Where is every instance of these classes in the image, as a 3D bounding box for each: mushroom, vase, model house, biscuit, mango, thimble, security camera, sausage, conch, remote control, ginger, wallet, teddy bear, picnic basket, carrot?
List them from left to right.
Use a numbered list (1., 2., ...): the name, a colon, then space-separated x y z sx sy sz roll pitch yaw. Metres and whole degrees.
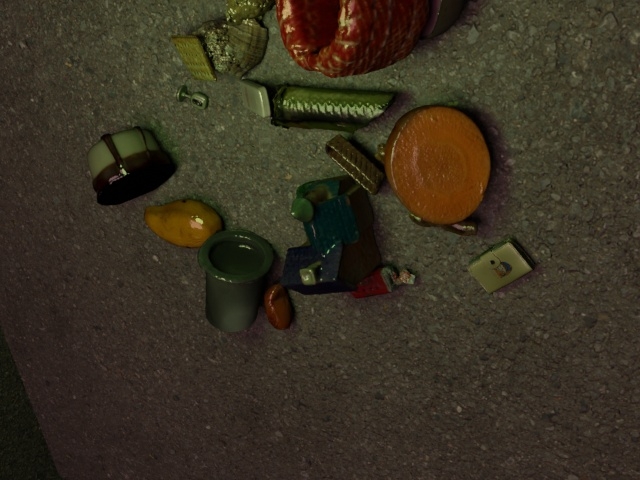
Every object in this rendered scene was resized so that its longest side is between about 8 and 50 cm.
1. mango: -0.457 -0.060 2.310 0.294 0.120 0.177 9 128 31
2. security camera: -0.390 -0.436 2.100 0.092 0.058 0.058 21 126 12
3. biscuit: -0.355 -0.511 1.921 0.203 0.016 0.144 23 142 56
4. conch: -0.249 -0.546 1.910 0.245 0.163 0.178 -28 134 25
5. vase: -0.283 0.143 2.258 0.245 0.245 0.291 28 136 17
6. remote control: -0.184 -0.402 1.929 0.190 0.029 0.088 -140 36 -60
7. teddy bear: -0.151 -0.640 1.694 0.156 0.256 0.267 36 130 5
8. sausage: -0.143 0.220 2.283 0.089 0.089 0.179 7 118 30
9. model house: 0.000 0.000 1.937 0.245 0.280 0.312 -4 112 35
10. thimble: 0.065 -0.555 1.561 0.350 0.230 0.350 35 136 44
11. picnic basket: 0.098 -0.210 1.879 0.193 0.055 0.110 44 172 6
12. ginger: 0.274 -0.135 1.817 0.166 0.080 0.333 -29 101 46
13. carrot: 0.292 -0.186 1.713 0.258 0.100 0.307 -16 105 10
14. mushroom: 0.268 -0.554 1.559 0.141 0.117 0.188 -115 27 -45
15. wallet: 0.478 0.067 1.822 0.110 0.039 0.155 48 131 -4

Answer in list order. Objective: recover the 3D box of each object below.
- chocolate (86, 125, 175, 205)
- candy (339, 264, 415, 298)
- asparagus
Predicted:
1. chocolate: -0.636 -0.261 2.242 0.283 0.283 0.186 -35 78 41
2. candy: 0.155 0.125 2.052 0.292 0.059 0.086 -15 108 39
3. asparagus: 0.030 -0.351 1.833 0.381 0.108 0.128 10 120 27
